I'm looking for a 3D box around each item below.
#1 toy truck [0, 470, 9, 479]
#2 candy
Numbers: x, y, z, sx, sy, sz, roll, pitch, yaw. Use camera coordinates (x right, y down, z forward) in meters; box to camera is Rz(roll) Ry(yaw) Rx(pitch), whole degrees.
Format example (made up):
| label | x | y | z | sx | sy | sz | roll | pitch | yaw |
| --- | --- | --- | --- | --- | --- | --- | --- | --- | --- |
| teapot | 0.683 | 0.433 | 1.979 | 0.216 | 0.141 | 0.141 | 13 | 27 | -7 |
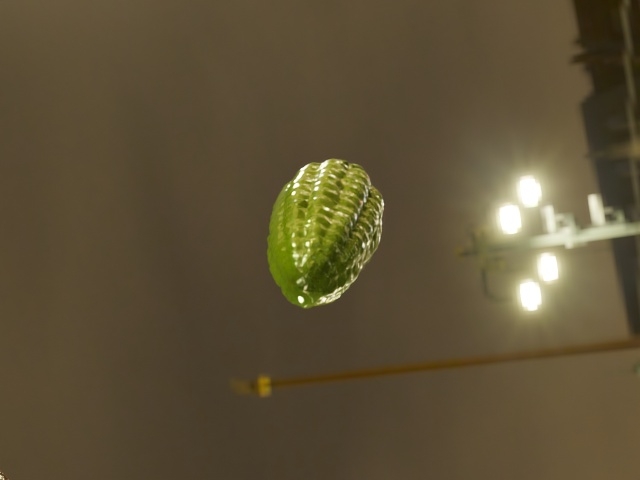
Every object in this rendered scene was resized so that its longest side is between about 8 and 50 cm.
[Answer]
| label | x | y | z | sx | sy | sz | roll | pitch | yaw |
| --- | --- | --- | --- | --- | --- | --- | --- | --- | --- |
| toy truck | -0.226 | 0.222 | 0.978 | 0.107 | 0.114 | 0.253 | 52 | -178 | -28 |
| candy | 0.000 | 0.000 | 1.294 | 0.209 | 0.096 | 0.097 | -72 | -33 | -69 |
